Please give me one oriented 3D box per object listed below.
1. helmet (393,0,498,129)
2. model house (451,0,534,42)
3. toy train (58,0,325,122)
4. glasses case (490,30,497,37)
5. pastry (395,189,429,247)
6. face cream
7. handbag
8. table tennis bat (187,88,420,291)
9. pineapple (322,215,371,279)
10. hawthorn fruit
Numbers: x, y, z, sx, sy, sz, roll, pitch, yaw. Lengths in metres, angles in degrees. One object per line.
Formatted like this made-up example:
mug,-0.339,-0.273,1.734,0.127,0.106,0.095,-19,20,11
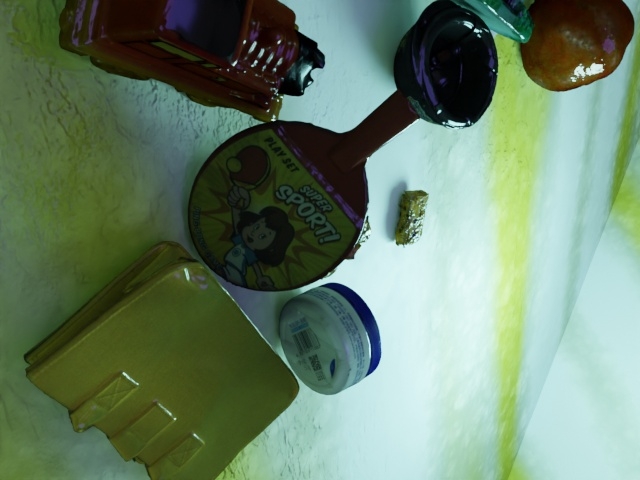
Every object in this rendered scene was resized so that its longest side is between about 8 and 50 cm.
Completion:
helmet,0.245,-0.366,1.082,0.279,0.160,0.230,29,85,-34
model house,0.353,-0.581,1.007,0.281,0.230,0.248,6,120,-46
toy train,-0.152,-0.267,0.639,0.369,0.232,0.163,8,98,-49
glasses case,0.433,-0.592,1.264,0.297,0.075,0.113,-50,131,-24
pastry,0.225,-0.054,1.248,0.080,0.056,0.140,-7,111,-33
face cream,0.011,0.193,0.994,0.111,0.206,0.205,-20,118,-40
handbag,-0.230,0.218,0.810,0.283,0.133,0.401,-45,132,-20
table tennis bat,-0.027,-0.079,0.792,0.415,0.051,0.268,-37,105,16
pineapple,-0.018,-0.008,0.942,0.237,0.186,0.114,-22,136,11
hawthorn fruit,0.711,-0.577,1.415,0.295,0.295,0.311,-47,136,-25
